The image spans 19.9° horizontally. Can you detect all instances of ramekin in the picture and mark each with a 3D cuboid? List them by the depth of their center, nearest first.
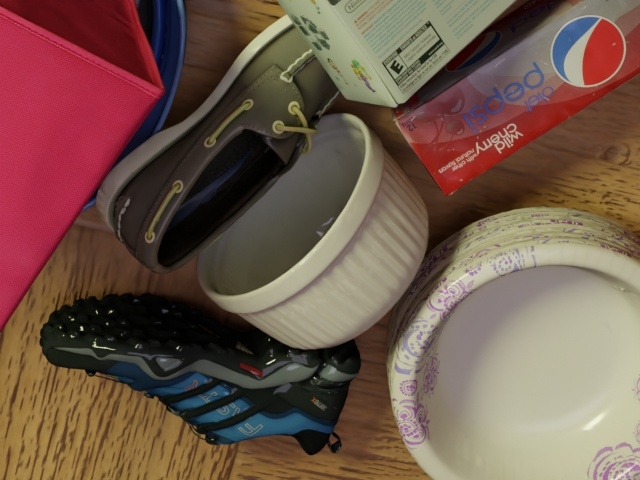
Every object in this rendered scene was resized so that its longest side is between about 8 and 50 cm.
[{"bbox_3d":[0.000,0.000,1.621,0.207,0.207,0.109,-40,119,15],"label":"ramekin"}]

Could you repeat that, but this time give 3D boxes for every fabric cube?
[{"bbox_3d":[-0.307,-0.123,1.415,0.254,0.259,0.258,26,111,-25],"label":"fabric cube"}]

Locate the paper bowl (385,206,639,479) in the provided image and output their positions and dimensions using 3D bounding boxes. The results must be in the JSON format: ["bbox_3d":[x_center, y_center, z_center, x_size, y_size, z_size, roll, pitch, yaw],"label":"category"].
[{"bbox_3d":[0.202,0.102,1.703,0.284,0.148,0.284,-1,114,-2],"label":"paper bowl"}]

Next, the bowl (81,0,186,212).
[{"bbox_3d":[-0.310,-0.192,1.583,0.391,0.077,0.391,-1,115,-2],"label":"bowl"}]

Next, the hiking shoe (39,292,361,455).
[{"bbox_3d":[-0.117,0.137,1.722,0.304,0.113,0.132,9,113,-7],"label":"hiking shoe"}]

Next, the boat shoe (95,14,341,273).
[{"bbox_3d":[-0.056,-0.093,1.595,0.305,0.091,0.109,-41,146,1],"label":"boat shoe"}]

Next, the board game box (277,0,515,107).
[{"bbox_3d":[0.039,-0.296,1.496,0.224,0.097,0.303,-42,114,-15],"label":"board game box"}]

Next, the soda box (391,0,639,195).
[{"bbox_3d":[0.193,-0.154,1.620,0.263,0.083,0.092,-32,111,12],"label":"soda box"}]
